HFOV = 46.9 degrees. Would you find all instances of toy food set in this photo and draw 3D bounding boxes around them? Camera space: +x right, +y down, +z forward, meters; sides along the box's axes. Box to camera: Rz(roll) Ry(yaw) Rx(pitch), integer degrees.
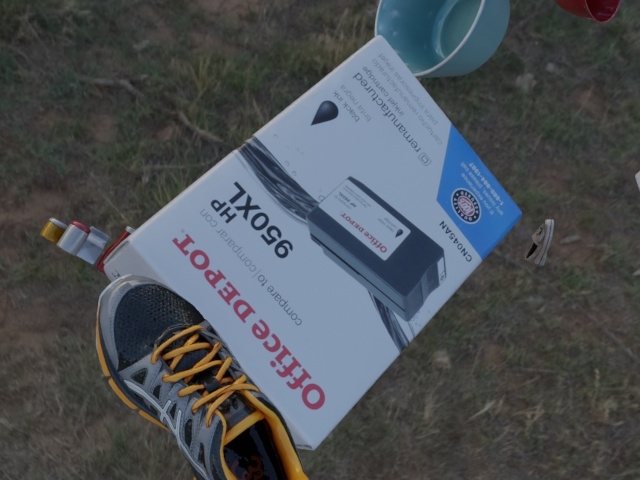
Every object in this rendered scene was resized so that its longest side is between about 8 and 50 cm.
[{"bbox_3d":[-0.394,0.005,1.389,0.232,0.111,0.104,33,82,-21],"label":"toy food set"}]

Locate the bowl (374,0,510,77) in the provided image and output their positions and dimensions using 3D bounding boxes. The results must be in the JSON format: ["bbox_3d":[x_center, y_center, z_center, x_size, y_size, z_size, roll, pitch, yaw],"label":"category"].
[{"bbox_3d":[0.282,-0.481,1.586,0.163,0.312,0.311,11,59,-39],"label":"bowl"}]

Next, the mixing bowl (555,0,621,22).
[{"bbox_3d":[0.525,-0.527,1.481,0.181,0.098,0.181,-10,104,-43],"label":"mixing bowl"}]

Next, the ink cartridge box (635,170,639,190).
[{"bbox_3d":[0.516,-0.012,0.914,0.069,0.176,0.370,29,40,-17],"label":"ink cartridge box"}]

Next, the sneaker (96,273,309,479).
[{"bbox_3d":[-0.075,0.109,0.507,0.084,0.083,0.215,-35,86,-33],"label":"sneaker"}]

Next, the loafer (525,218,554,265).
[{"bbox_3d":[0.442,0.005,1.488,0.039,0.125,0.045,9,49,12],"label":"loafer"}]

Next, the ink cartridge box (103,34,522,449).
[{"bbox_3d":[0.000,0.000,0.855,0.395,0.166,0.285,-44,98,-26],"label":"ink cartridge box"}]
